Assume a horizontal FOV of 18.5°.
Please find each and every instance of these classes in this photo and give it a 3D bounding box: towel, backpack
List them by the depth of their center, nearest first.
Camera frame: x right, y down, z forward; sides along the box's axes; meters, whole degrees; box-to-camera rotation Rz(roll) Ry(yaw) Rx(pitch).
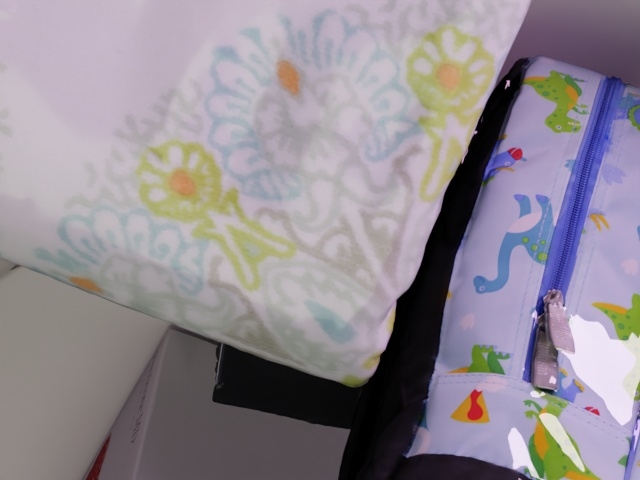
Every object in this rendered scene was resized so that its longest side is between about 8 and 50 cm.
[{"bbox_3d":[-0.057,-0.143,0.959,0.320,0.090,0.374,22,106,-2],"label":"towel"},{"bbox_3d":[0.136,0.071,1.105,0.273,0.355,0.290,1,147,4],"label":"backpack"}]

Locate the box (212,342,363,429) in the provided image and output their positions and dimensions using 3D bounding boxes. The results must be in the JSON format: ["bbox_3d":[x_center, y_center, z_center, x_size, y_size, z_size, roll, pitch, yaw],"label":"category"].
[{"bbox_3d":[0.000,0.000,1.185,0.093,0.158,0.156,12,132,0],"label":"box"}]

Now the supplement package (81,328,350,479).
[{"bbox_3d":[-0.096,0.239,1.394,0.175,0.177,0.293,23,129,-12],"label":"supplement package"}]
